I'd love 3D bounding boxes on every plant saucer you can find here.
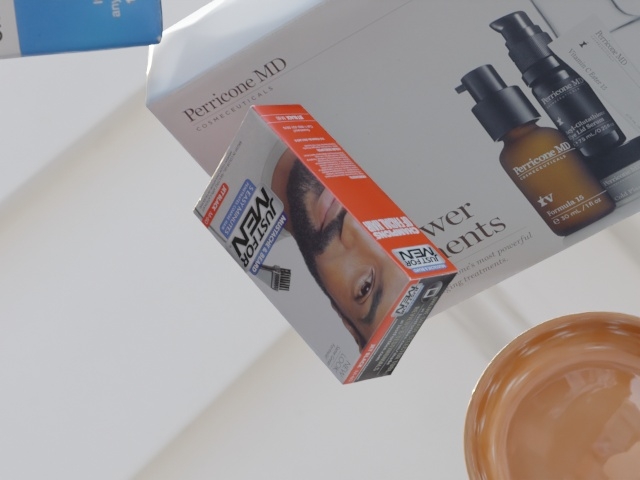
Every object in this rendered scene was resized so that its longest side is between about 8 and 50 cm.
[{"bbox_3d":[0.204,0.150,1.343,0.200,0.200,0.037,36,-14,18],"label":"plant saucer"}]

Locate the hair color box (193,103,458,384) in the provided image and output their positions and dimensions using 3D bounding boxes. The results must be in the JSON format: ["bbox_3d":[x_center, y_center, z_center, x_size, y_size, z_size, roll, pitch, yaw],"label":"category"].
[{"bbox_3d":[0.000,0.000,1.176,0.167,0.053,0.093,47,-58,27],"label":"hair color box"}]

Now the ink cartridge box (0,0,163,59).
[{"bbox_3d":[-0.310,-0.257,1.183,0.166,0.395,0.285,-107,-168,-70],"label":"ink cartridge box"}]

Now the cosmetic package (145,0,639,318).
[{"bbox_3d":[0.110,-0.113,1.306,0.377,0.097,0.284,-29,-57,20],"label":"cosmetic package"}]
